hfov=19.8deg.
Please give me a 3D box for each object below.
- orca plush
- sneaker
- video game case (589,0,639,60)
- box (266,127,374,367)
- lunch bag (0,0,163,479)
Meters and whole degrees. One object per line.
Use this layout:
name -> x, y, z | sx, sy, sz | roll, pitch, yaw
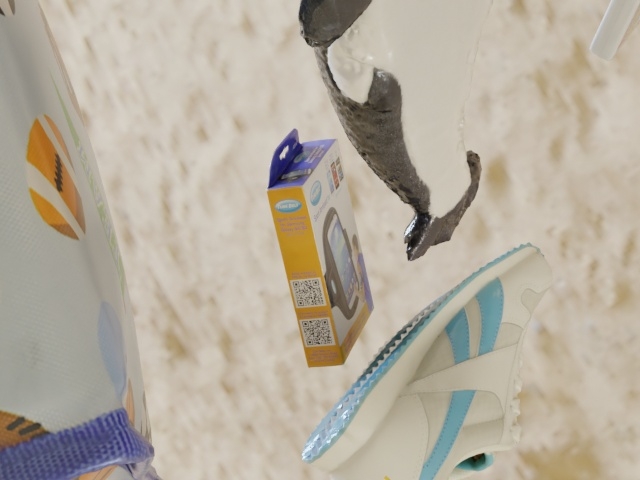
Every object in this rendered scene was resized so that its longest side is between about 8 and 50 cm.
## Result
orca plush -> 0.038, -0.132, 0.924 | 0.102, 0.151, 0.287 | 42, 164, 37
sneaker -> 0.082, 0.088, 1.119 | 0.092, 0.229, 0.087 | 45, 142, -2
video game case -> 0.219, -0.201, 1.099 | 0.019, 0.143, 0.157 | 30, 135, 11
box -> 0.000, 0.000, 1.132 | 0.028, 0.081, 0.136 | -4, 113, 18
lunch bag -> -0.205, -0.006, 0.740 | 0.385, 0.238, 0.328 | 91, 160, -80
